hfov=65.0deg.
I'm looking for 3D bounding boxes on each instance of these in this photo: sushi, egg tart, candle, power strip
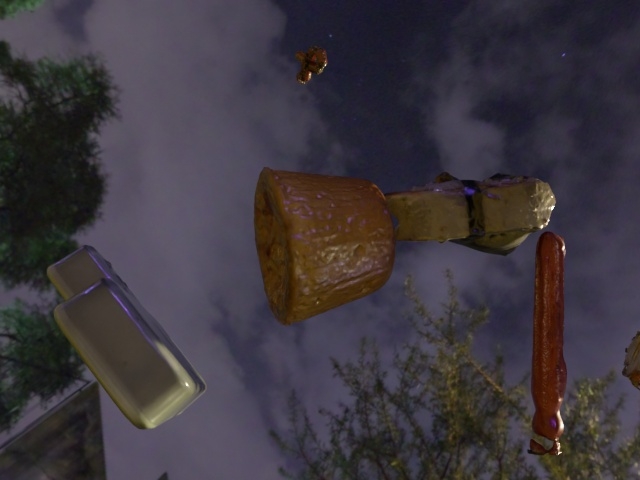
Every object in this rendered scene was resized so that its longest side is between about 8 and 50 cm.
[{"bbox_3d":[0.225,-0.047,0.767,0.109,0.272,0.134,-151,-111,-73],"label":"sushi"},{"bbox_3d":[0.000,0.000,0.649,0.202,0.147,0.203,172,-90,-71],"label":"egg tart"},{"bbox_3d":[0.344,0.151,0.756,0.048,0.051,0.330,-1,-98,38],"label":"candle"},{"bbox_3d":[-0.197,0.094,0.511,0.194,0.059,0.265,50,-17,7],"label":"power strip"}]

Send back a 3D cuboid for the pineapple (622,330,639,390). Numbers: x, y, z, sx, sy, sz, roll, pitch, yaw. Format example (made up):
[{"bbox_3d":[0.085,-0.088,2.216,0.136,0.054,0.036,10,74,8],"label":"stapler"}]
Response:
[{"bbox_3d":[0.685,0.191,0.796,0.286,0.209,0.344,21,-42,22],"label":"pineapple"}]

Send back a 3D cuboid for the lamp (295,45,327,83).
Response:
[{"bbox_3d":[-0.018,-0.344,0.975,0.083,0.031,0.063,2,-71,48],"label":"lamp"}]
